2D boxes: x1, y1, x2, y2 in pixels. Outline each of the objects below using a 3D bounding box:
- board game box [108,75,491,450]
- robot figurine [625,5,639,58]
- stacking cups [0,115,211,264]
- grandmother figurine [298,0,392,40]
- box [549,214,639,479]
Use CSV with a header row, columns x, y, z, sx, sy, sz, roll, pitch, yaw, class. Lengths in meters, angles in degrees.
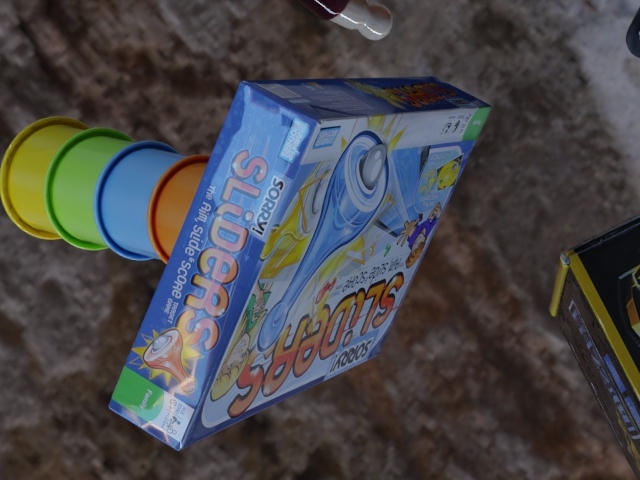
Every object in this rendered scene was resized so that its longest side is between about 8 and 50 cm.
x,y,z,sx,sy,sz,roll,pitch,yaw,class
0.000,0.000,0.619,0.035,0.201,0.136,29,107,18,board game box
0.381,-0.160,1.140,0.278,0.174,0.209,20,180,16,robot figurine
-0.105,-0.016,1.012,0.316,0.096,0.096,18,141,49,stacking cups
0.025,-0.252,1.084,0.104,0.342,0.208,178,87,-69,grandmother figurine
0.228,0.149,0.794,0.322,0.079,0.257,64,-179,11,box
